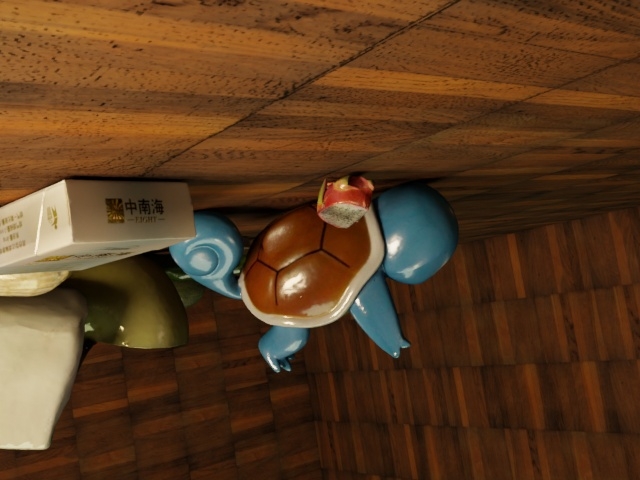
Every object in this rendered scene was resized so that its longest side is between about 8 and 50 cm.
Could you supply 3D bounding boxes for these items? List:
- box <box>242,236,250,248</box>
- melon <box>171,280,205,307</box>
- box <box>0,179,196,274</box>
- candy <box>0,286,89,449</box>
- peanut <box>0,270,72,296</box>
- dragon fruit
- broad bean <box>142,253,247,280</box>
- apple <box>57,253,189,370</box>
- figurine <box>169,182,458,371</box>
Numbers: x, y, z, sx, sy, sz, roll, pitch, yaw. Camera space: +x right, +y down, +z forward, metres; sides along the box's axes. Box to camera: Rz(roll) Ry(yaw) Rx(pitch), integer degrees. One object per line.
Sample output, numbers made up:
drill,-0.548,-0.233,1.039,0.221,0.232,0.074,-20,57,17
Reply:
box,-0.176,0.008,1.429,0.053,0.024,0.083,-10,174,13
melon,-0.358,0.117,1.836,0.114,0.114,0.167,-13,174,42
box,-0.273,-0.009,0.808,0.242,0.067,0.155,-13,175,42
candy,-0.510,0.161,0.978,0.358,0.208,0.145,9,-166,-21
peanut,-0.417,0.034,0.932,0.206,0.087,0.087,-6,174,-19
dragon fruit,0.027,-0.055,0.926,0.060,0.056,0.083,16,161,-15
broad bean,-0.243,0.047,1.483,0.317,0.056,0.098,-6,-161,-21
apple,-0.385,0.127,1.224,0.295,0.233,0.258,-26,-168,-2
figurine,-0.006,0.032,1.099,0.416,0.243,0.298,-6,-142,-4
